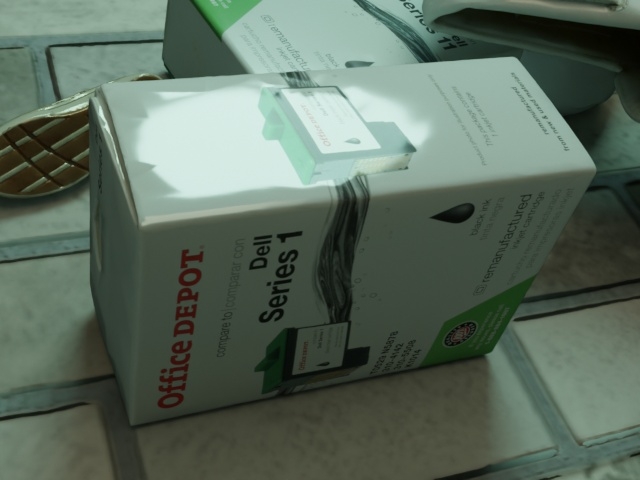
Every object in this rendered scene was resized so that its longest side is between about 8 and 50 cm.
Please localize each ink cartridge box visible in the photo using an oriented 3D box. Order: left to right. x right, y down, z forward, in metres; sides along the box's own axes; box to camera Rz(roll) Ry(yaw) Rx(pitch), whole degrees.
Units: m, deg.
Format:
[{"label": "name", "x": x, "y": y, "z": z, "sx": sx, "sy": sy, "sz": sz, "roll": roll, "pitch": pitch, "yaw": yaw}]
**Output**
[{"label": "ink cartridge box", "x": 0.000, "y": 0.000, "z": 0.437, "sx": 0.219, "sy": 0.160, "sz": 0.093, "roll": -9, "pitch": 51, "yaw": -20}, {"label": "ink cartridge box", "x": 0.015, "y": -0.131, "z": 0.609, "sx": 0.208, "sy": 0.087, "sz": 0.153, "roll": -18, "pitch": 56, "yaw": -29}]

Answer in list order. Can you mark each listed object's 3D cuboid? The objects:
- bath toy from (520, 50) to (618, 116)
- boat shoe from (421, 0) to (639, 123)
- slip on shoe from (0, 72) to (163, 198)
[{"label": "bath toy", "x": 0.123, "y": -0.247, "z": 0.716, "sx": 0.151, "sy": 0.129, "sz": 0.348, "roll": -21, "pitch": 58, "yaw": -30}, {"label": "boat shoe", "x": 0.235, "y": -0.115, "z": 0.548, "sx": 0.367, "sy": 0.136, "sz": 0.157, "roll": 16, "pitch": 83, "yaw": -11}, {"label": "slip on shoe", "x": -0.158, "y": -0.068, "z": 0.541, "sx": 0.135, "sy": 0.051, "sz": 0.041, "roll": -38, "pitch": 26, "yaw": -29}]
